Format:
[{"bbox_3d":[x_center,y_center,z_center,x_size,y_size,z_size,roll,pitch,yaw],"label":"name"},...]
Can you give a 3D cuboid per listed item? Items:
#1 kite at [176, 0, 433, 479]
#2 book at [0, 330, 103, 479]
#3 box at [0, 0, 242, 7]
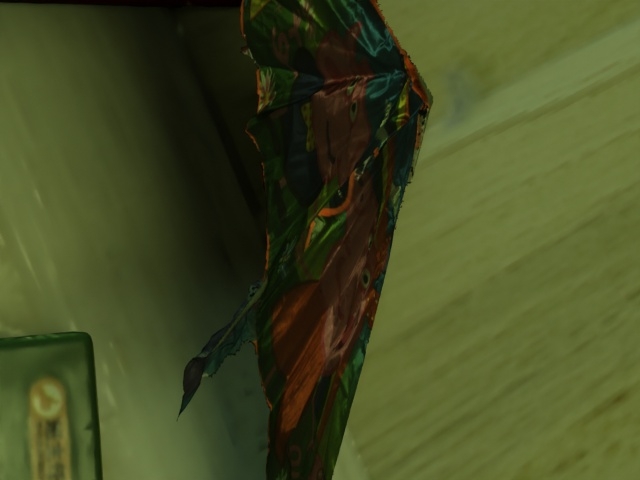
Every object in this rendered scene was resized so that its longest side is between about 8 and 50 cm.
[{"bbox_3d":[0.000,0.000,0.486,0.234,0.016,0.321,-54,149,-55],"label":"kite"},{"bbox_3d":[-0.184,0.136,0.397,0.264,0.027,0.202,-3,88,-33],"label":"book"},{"bbox_3d":[-0.127,-0.177,0.418,0.313,0.089,0.197,-5,89,-34],"label":"box"}]
